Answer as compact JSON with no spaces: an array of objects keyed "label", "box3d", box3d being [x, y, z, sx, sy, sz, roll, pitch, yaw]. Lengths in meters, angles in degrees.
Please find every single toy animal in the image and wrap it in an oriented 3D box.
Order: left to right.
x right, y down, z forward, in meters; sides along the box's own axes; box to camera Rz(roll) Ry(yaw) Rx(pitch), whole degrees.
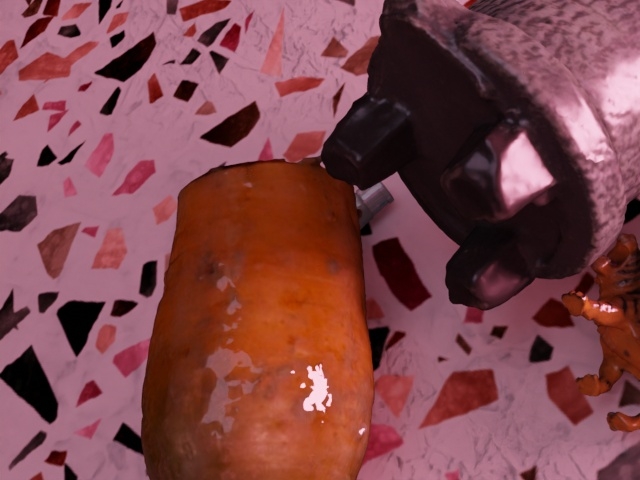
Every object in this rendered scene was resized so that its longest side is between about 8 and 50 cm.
[{"label":"toy animal","box3d":[0.317,0.114,0.886,0.116,0.114,0.255,-26,48,-30]}]

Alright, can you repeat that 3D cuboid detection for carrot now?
[{"label":"carrot","box3d":[-0.060,0.103,1.005,0.224,0.224,0.341,-11,66,24]}]

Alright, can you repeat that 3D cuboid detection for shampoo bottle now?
[{"label":"shampoo bottle","box3d":[0.000,0.000,1.162,0.190,0.041,0.069,-38,48,4]}]

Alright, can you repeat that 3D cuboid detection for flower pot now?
[{"label":"flower pot","box3d":[0.169,-0.118,0.942,0.283,0.299,0.299,-39,48,-19]}]
